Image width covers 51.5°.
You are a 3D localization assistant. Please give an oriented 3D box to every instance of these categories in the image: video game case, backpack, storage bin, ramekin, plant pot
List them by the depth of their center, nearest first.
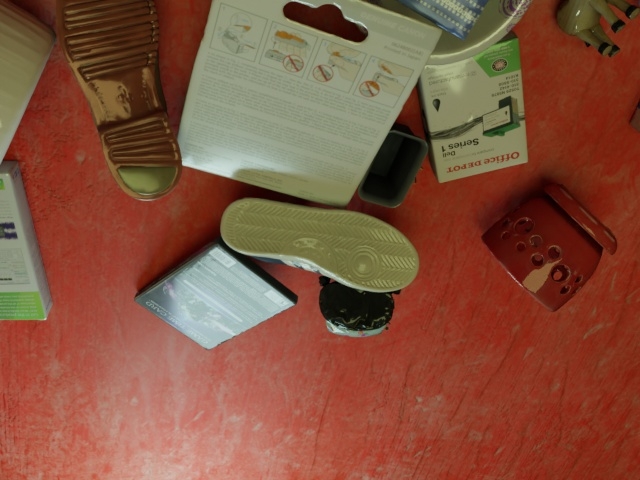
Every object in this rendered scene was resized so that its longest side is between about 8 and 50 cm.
[{"bbox_3d":[-0.489,-0.219,0.949,0.135,0.277,0.277,25,118,-27],"label":"ramekin"},{"bbox_3d":[0.122,-0.139,1.139,0.098,0.091,0.135,15,121,-15],"label":"storage bin"},{"bbox_3d":[0.415,0.005,1.193,0.191,0.191,0.174,36,109,-23],"label":"plant pot"},{"bbox_3d":[0.068,0.126,1.253,0.152,0.182,0.115,10,84,6],"label":"backpack"},{"bbox_3d":[-0.204,0.111,1.270,0.196,0.026,0.274,40,131,-25],"label":"video game case"}]

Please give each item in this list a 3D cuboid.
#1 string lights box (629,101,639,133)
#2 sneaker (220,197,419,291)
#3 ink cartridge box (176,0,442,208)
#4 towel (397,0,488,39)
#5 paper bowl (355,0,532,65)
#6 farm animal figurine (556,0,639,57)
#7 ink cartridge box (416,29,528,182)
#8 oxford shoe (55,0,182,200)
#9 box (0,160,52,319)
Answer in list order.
[{"bbox_3d":[0.635,-0.286,1.086,0.133,0.077,0.259,8,122,-7],"label":"string lights box"},{"bbox_3d":[0.000,0.000,1.180,0.350,0.148,0.131,17,89,-4],"label":"sneaker"},{"bbox_3d":[-0.038,-0.230,1.008,0.308,0.091,0.385,15,138,-12],"label":"ink cartridge box"},{"bbox_3d":[0.178,-0.445,0.805,0.243,0.040,0.336,25,117,-18],"label":"towel"},{"bbox_3d":[0.160,-0.406,0.937,0.284,0.148,0.284,-1,122,-2],"label":"paper bowl"},{"bbox_3d":[0.444,-0.445,0.910,0.330,0.172,0.327,-43,157,22],"label":"farm animal figurine"},{"bbox_3d":[0.248,-0.221,1.093,0.160,0.092,0.219,-14,122,6],"label":"ink cartridge box"},{"bbox_3d":[-0.311,-0.260,1.010,0.140,0.146,0.397,-10,103,-15],"label":"oxford shoe"},{"bbox_3d":[-0.640,0.008,1.207,0.232,0.058,0.322,0,121,-4],"label":"box"}]
